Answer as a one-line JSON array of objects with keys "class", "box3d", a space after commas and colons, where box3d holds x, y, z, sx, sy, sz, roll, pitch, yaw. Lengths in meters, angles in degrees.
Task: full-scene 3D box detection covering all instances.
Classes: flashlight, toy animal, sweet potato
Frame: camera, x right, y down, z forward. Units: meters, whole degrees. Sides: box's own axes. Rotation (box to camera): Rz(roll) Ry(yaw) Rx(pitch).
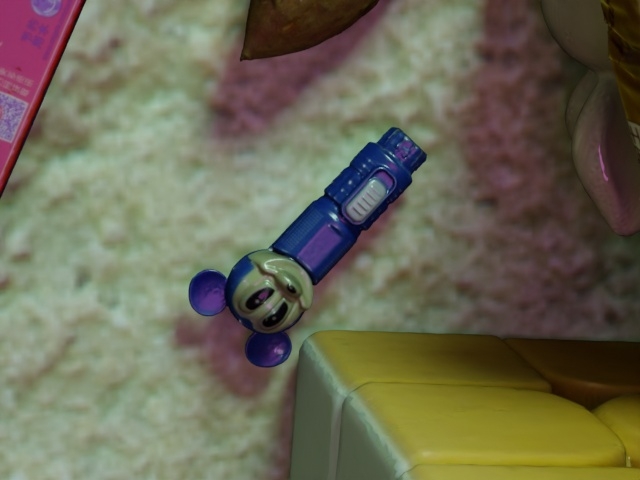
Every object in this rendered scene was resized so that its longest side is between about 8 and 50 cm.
[{"class": "flashlight", "box3d": [0.000, 0.000, 0.742, 0.121, 0.035, 0.057, -46, 106, 0]}, {"class": "toy animal", "box3d": [0.127, -0.114, 0.710, 0.124, 0.124, 0.212, 16, 104, -15]}, {"class": "sweet potato", "box3d": [0.036, -0.152, 0.708, 0.206, 0.060, 0.068, -43, 99, -10]}]

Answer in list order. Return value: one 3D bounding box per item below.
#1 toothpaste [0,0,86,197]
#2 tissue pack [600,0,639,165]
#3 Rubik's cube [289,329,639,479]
[{"class": "toothpaste", "box3d": [-0.139, -0.076, 0.675, 0.066, 0.076, 0.320, 24, 95, -16]}, {"class": "tissue pack", "box3d": [0.212, -0.068, 0.648, 0.183, 0.092, 0.226, -30, 121, -11]}, {"class": "Rubik's cube", "box3d": [0.144, 0.210, 0.686, 0.292, 0.291, 0.290, 3, 101, -12]}]
